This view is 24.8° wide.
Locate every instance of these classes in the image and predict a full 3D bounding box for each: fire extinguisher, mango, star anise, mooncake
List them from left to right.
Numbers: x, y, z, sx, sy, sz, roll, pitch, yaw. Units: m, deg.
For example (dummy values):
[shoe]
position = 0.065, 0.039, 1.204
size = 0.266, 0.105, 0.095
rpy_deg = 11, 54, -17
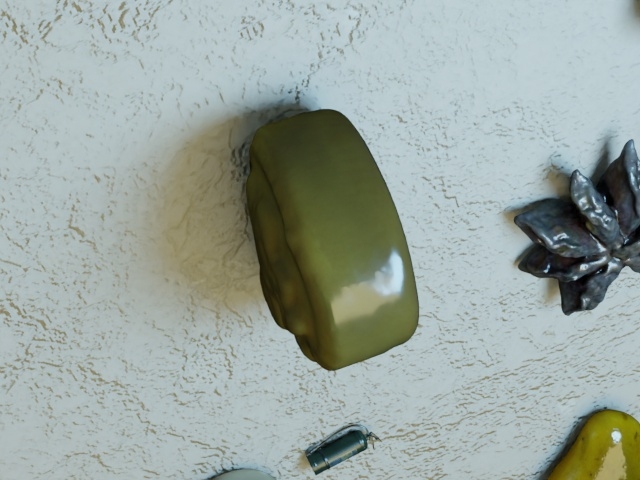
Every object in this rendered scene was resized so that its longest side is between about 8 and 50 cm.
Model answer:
[mooncake]
position = 0.000, 0.000, 1.293
size = 0.117, 0.235, 0.235
rpy_deg = -18, 131, -8
[fire extinguisher]
position = 0.025, 0.227, 1.605
size = 0.083, 0.025, 0.038
rpy_deg = -25, 109, -6
[mango]
position = 0.338, 0.286, 1.761
size = 0.115, 0.090, 0.178
rpy_deg = 20, 107, -27
[star anise]
position = 0.312, -0.016, 1.510
size = 0.231, 0.089, 0.209
rpy_deg = -40, 141, 24

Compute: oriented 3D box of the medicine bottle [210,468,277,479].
[medicine bottle]
position = -0.054, 0.359, 1.515
size = 0.114, 0.252, 0.114
rpy_deg = -12, 129, -16
